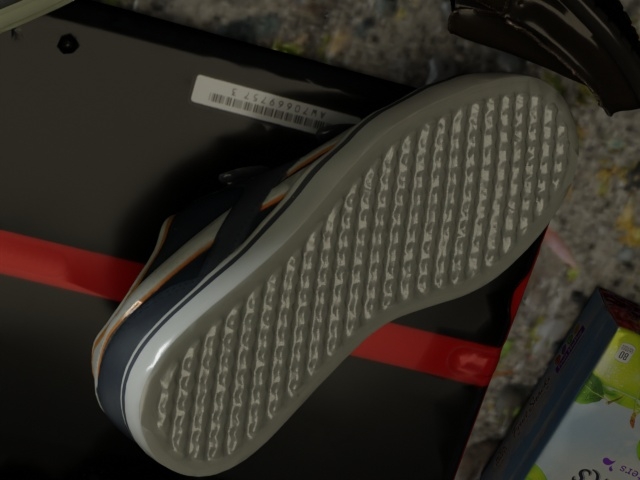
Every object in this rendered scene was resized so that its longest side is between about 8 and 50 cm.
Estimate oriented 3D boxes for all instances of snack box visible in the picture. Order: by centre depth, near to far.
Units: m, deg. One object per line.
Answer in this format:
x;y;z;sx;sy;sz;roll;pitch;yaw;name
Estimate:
0.239;0.153;1.020;0.207;0.070;0.174;25;109;-13;snack box

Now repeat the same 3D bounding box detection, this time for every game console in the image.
-0.068;0.040;0.966;0.387;0.060;0.342;14;107;-10;game console

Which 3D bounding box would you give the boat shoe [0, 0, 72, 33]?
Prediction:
-0.097;-0.231;0.765;0.500;0.187;0.156;-24;114;7;boat shoe

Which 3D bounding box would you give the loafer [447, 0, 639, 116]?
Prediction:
0.110;-0.147;0.885;0.220;0.080;0.078;42;114;-14;loafer

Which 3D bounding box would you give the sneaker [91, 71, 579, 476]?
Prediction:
0.000;0.000;0.873;0.321;0.127;0.126;-35;115;-19;sneaker
